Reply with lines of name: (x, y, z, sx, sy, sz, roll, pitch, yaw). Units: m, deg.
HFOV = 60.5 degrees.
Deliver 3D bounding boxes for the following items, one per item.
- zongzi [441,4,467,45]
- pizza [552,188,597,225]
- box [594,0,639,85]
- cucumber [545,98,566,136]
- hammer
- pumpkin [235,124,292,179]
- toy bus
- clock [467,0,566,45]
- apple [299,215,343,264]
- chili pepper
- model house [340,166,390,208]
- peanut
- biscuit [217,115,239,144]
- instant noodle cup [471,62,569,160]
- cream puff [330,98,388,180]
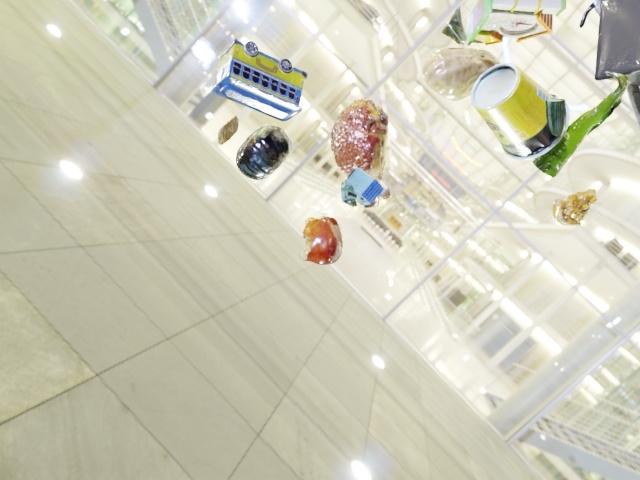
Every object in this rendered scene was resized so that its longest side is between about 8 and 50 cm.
zongzi: (0.539, -0.820, 2.104, 0.109, 0.119, 0.055, 42, 45, 10)
pizza: (0.704, -0.090, 1.509, 0.178, 0.131, 0.041, 40, 22, -50)
box: (0.904, -0.540, 1.361, 0.205, 0.251, 0.345, -1, 6, -28)
cucumber: (0.601, -0.313, 1.403, 0.048, 0.048, 0.105, -121, -166, -63)
hammer: (0.881, -0.498, 1.569, 0.426, 0.152, 0.044, 64, 28, -5)
pumpkin: (-0.215, -0.334, 2.072, 0.163, 0.233, 0.233, 46, 7, -13)
toy bus: (-0.198, -0.532, 1.841, 0.288, 0.175, 0.138, 17, -18, -30)
clock: (0.633, -0.722, 1.780, 0.256, 0.106, 0.220, 4, -6, -2)
apple: (0.007, -0.003, 1.809, 0.147, 0.158, 0.156, 10, 4, 20)
chili pepper: (0.723, -0.319, 1.524, 0.085, 0.359, 0.076, 39, 49, 11)
model house: (0.160, -0.156, 1.860, 0.149, 0.119, 0.148, 30, -22, 20)
peanut: (0.542, -0.602, 2.009, 0.388, 0.192, 0.169, -6, 45, -26)
biscuit: (-0.313, -0.376, 1.873, 0.018, 0.071, 0.147, 19, 39, 12)
instant noodle cup: (0.548, -0.370, 1.536, 0.236, 0.215, 0.215, 30, 14, -36)
cream puff: (0.152, -0.388, 2.154, 0.229, 0.350, 0.350, 5, 7, 2)
